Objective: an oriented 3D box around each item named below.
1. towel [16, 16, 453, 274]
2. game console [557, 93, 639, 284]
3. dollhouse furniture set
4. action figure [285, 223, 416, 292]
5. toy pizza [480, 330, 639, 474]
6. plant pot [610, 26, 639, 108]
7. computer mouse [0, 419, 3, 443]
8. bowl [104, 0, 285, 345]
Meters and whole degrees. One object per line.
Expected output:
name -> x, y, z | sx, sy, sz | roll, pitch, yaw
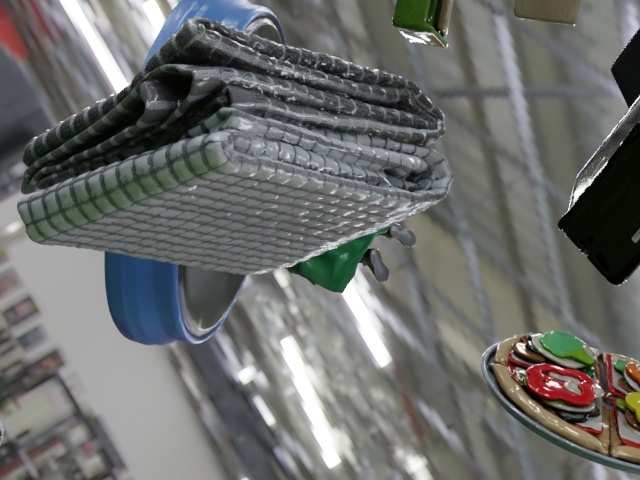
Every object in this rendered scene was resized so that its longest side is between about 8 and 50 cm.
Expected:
towel -> -0.069, -0.063, 1.245 | 0.235, 0.283, 0.121 | -21, -110, 40
game console -> 0.248, -0.045, 1.245 | 0.107, 0.071, 0.122 | 50, -48, 21
dollhouse furniture set -> 0.211, -0.259, 1.660 | 0.301, 0.197, 0.151 | 12, 87, -76
action figure -> 0.000, 0.000, 1.646 | 0.232, 0.137, 0.063 | 7, -40, 54
toy pizza -> 0.221, 0.117, 1.214 | 0.201, 0.201, 0.032 | 43, -57, 50
plant pot -> 0.432, -0.167, 1.724 | 0.188, 0.167, 0.187 | 22, 41, -49
computer mouse -> -0.392, 0.243, 1.580 | 0.042, 0.193, 0.106 | 33, -10, 43
bowl -> -0.121, -0.073, 1.686 | 0.077, 0.391, 0.391 | 13, -28, 11
